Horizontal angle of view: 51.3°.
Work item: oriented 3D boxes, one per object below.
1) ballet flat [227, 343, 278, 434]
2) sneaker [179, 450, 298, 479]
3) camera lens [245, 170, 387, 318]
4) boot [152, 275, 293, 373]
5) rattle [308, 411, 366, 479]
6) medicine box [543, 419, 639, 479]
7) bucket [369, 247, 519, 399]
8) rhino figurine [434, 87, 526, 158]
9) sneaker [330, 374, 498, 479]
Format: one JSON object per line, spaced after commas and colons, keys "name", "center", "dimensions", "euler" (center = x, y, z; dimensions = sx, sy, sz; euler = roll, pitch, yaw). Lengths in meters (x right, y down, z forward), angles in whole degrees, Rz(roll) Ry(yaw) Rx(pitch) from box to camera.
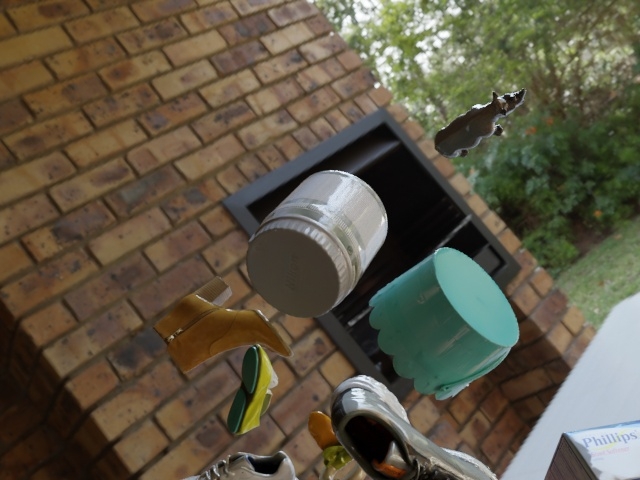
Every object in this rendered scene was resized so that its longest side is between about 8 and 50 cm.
{"name": "ballet flat", "center": [-0.129, 0.299, 1.352], "dimensions": [0.077, 0.077, 0.231], "euler": [1, -58, -30]}
{"name": "sneaker", "center": [-0.194, 0.503, 1.400], "dimensions": [0.297, 0.129, 0.111], "euler": [-8, 32, -10]}
{"name": "camera lens", "center": [0.000, 0.000, 1.343], "dimensions": [0.219, 0.219, 0.274], "euler": [-43, 5, 37]}
{"name": "boot", "center": [-0.225, 0.232, 1.514], "dimensions": [0.211, 0.295, 0.104], "euler": [-44, -27, -18]}
{"name": "rattle", "center": [0.021, 0.459, 1.339], "dimensions": [0.130, 0.143, 0.200], "euler": [-11, 22, 26]}
{"name": "medicine box", "center": [0.650, 0.547, 1.467], "dimensions": [0.263, 0.149, 0.289], "euler": [-6, -53, -12]}
{"name": "bucket", "center": [0.257, 0.163, 1.365], "dimensions": [0.183, 0.281, 0.281], "euler": [-44, -6, 31]}
{"name": "rhino figurine", "center": [0.330, -0.242, 1.369], "dimensions": [0.106, 0.073, 0.243], "euler": [-12, -15, -38]}
{"name": "sneaker", "center": [0.115, 0.280, 0.798], "dimensions": [0.100, 0.271, 0.108], "euler": [-53, -5, 10]}
